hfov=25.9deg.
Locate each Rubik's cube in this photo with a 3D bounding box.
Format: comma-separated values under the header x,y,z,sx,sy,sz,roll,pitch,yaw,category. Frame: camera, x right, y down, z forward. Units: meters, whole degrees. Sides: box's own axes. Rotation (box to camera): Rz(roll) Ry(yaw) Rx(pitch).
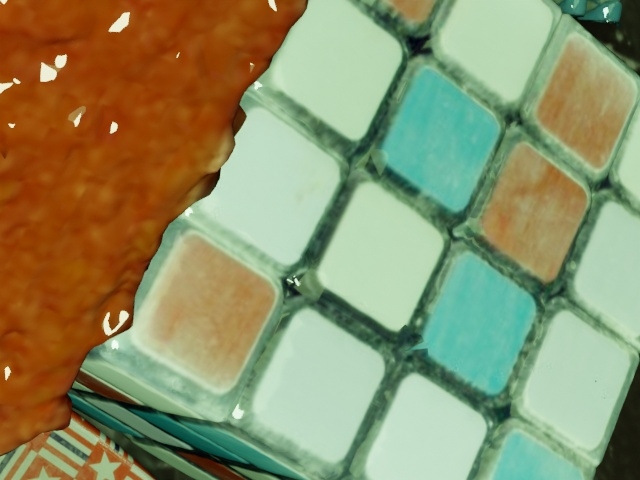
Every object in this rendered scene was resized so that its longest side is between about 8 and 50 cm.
x,y,z,sx,sy,sz,roll,pitch,yaw,category
0.000,0.000,0.711,0.253,0.256,0.259,36,71,-25,Rubik's cube

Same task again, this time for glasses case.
x,y,z,sx,sy,sz,roll,pitch,yaw,category
-0.145,0.128,0.736,0.194,0.049,0.073,43,66,-22,glasses case

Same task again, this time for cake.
x,y,z,sx,sy,sz,roll,pitch,yaw,category
-0.200,-0.123,0.520,0.270,0.319,0.269,19,115,-36,cake

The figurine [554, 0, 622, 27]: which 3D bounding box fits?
x,y,z,sx,sy,sz,roll,pitch,yaw,category
0.213,-0.276,0.945,0.205,0.103,0.260,2,96,-29,figurine
